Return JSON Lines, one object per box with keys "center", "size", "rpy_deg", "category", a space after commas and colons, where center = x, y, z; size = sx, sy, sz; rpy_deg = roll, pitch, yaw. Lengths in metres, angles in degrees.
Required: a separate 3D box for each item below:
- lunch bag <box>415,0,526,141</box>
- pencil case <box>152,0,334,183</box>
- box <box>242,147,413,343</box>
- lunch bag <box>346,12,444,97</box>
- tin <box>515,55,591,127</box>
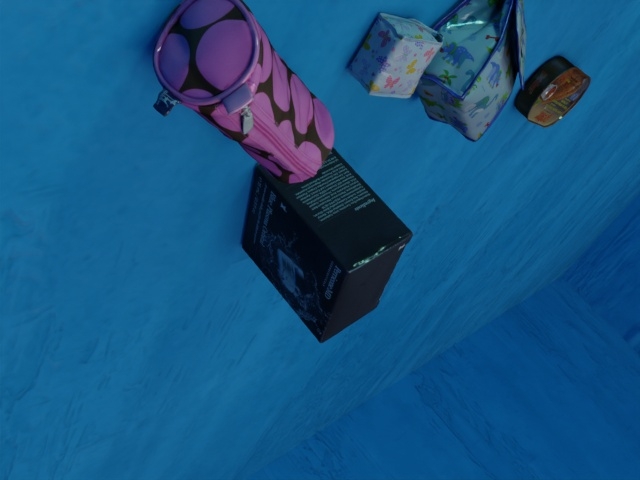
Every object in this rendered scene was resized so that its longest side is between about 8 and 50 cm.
{"center": [0.180, -0.205, 0.844], "size": [0.151, 0.096, 0.129], "rpy_deg": [-55, 157, -3], "category": "lunch bag"}
{"center": [-0.050, -0.108, 0.607], "size": [0.095, 0.098, 0.209], "rpy_deg": [-44, 160, 7], "category": "pencil case"}
{"center": [0.000, 0.000, 0.830], "size": [0.093, 0.158, 0.156], "rpy_deg": [-30, 156, -28], "category": "box"}
{"center": [0.078, -0.182, 0.755], "size": [0.083, 0.053, 0.071], "rpy_deg": [-5, 138, -43], "category": "lunch bag"}
{"center": [0.367, -0.232, 1.195], "size": [0.106, 0.040, 0.189], "rpy_deg": [-54, 157, 20], "category": "tin"}
